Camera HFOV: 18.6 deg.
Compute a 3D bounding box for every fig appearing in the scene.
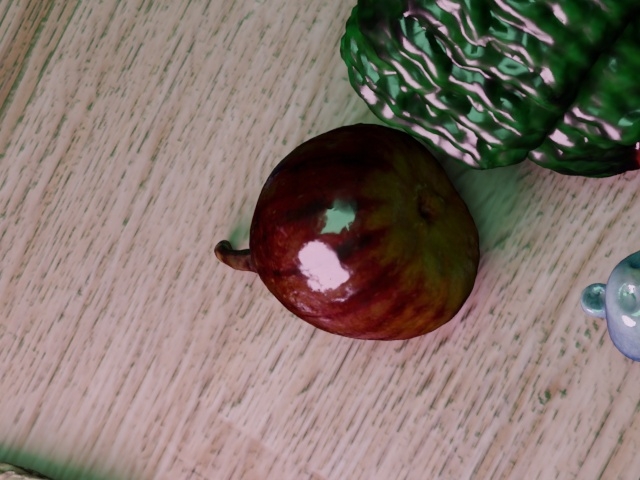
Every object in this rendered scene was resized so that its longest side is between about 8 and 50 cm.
[{"bbox_3d":[0.009,-0.004,1.374,0.202,0.149,0.148,-4,42,8],"label":"fig"}]

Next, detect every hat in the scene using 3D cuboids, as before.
[{"bbox_3d":[0.201,-0.143,1.313,0.332,0.242,0.274,34,119,0],"label":"hat"}]

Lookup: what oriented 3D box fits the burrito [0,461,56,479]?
[{"bbox_3d":[-0.240,0.198,1.490,0.229,0.063,0.058,16,98,25],"label":"burrito"}]

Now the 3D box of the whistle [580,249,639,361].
[{"bbox_3d":[0.301,0.063,1.285,0.269,0.093,0.180,9,60,21],"label":"whistle"}]

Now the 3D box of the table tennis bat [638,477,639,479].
[{"bbox_3d":[0.186,0.239,1.335,0.160,0.039,0.257,39,101,17],"label":"table tennis bat"}]
